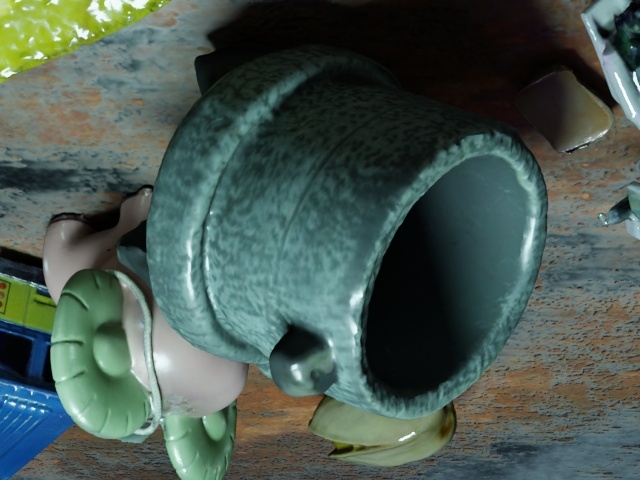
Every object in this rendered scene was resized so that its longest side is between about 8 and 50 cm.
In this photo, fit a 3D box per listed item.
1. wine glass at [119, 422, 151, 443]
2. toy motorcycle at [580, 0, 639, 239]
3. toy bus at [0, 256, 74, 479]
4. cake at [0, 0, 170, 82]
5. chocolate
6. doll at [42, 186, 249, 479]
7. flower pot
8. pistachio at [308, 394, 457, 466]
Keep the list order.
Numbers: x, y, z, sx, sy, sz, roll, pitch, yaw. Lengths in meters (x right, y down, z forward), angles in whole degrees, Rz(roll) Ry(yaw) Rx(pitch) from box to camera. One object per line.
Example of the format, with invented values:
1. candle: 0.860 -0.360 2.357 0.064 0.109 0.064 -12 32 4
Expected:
1. wine glass: -0.255 0.194 1.527 0.079 0.079 0.195 2 147 1
2. toy motorcycle: 0.300 -0.073 0.991 0.327 0.143 0.188 53 169 -32
3. toy bus: -0.368 0.156 1.383 0.138 0.175 0.287 19 145 -25
4. cake: -0.207 -0.220 0.792 0.260 0.156 0.179 -19 127 22
5. chocolate: 0.206 -0.118 1.033 0.064 0.031 0.100 -33 135 27
6. doll: -0.175 0.099 1.191 0.216 0.268 0.284 -17 143 25
7. flower pot: 0.000 0.000 0.977 0.283 0.299 0.299 27 164 36
8. pistachio: 0.078 0.227 1.509 0.206 0.131 0.130 -24 97 36
